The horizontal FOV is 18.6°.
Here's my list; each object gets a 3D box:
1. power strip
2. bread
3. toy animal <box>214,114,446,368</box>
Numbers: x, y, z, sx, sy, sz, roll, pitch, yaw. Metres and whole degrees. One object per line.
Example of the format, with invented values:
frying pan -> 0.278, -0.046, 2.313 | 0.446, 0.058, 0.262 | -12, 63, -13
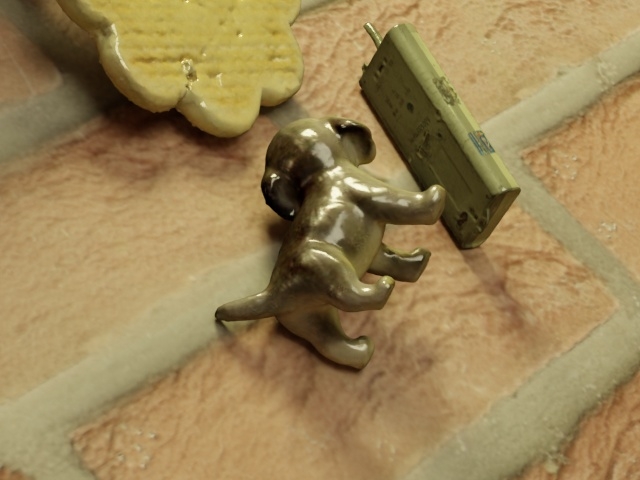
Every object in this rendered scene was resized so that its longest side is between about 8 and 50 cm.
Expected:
power strip -> 0.105, -0.116, 1.901 | 0.034, 0.092, 0.268 | -11, 57, -34
bread -> -0.132, -0.239, 1.837 | 0.316, 0.054, 0.316 | 23, 56, -38
toy animal -> 0.016, -0.003, 1.727 | 0.168, 0.121, 0.233 | 15, 52, 3
